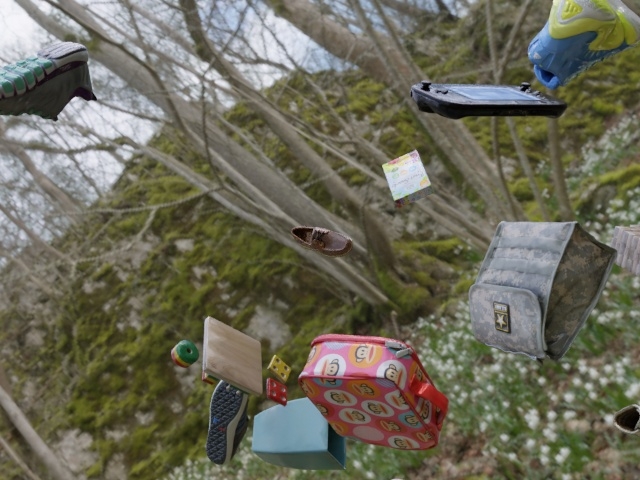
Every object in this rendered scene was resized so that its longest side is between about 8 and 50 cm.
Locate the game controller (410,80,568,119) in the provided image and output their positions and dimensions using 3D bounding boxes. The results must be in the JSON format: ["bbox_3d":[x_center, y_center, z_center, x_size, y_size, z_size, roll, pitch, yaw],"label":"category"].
[{"bbox_3d":[0.342,-0.284,1.465,0.319,0.166,0.067,-6,-72,-27],"label":"game controller"}]

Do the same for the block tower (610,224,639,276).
[{"bbox_3d":[0.796,0.055,1.653,0.097,0.335,0.091,1,-72,-18],"label":"block tower"}]

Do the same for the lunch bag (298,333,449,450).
[{"bbox_3d":[0.122,0.302,1.415,0.293,0.258,0.120,59,-139,-41],"label":"lunch bag"}]

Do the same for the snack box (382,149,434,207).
[{"bbox_3d":[0.224,-0.159,1.869,0.100,0.141,0.037,-24,-44,12],"label":"snack box"}]

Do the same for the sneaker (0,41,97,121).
[{"bbox_3d":[-0.408,-0.192,1.000,0.223,0.083,0.098,-33,-48,-31],"label":"sneaker"}]

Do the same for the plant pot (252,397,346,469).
[{"bbox_3d":[-0.063,0.548,2.032,0.165,0.234,0.166,59,-155,-50],"label":"plant pot"}]

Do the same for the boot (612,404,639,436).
[{"bbox_3d":[0.758,0.403,1.562,0.213,0.165,0.077,146,141,-67],"label":"boot"}]

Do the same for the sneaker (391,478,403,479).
[{"bbox_3d":[0.168,0.410,1.167,0.053,0.152,0.061,-13,-74,-37],"label":"sneaker"}]

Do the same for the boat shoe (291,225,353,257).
[{"bbox_3d":[0.000,0.000,1.826,0.060,0.178,0.064,33,-106,-50],"label":"boat shoe"}]

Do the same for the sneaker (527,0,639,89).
[{"bbox_3d":[0.344,-0.266,0.965,0.240,0.091,0.126,-6,-36,-48],"label":"sneaker"}]

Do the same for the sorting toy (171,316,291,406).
[{"bbox_3d":[-0.172,0.237,1.410,0.274,0.132,0.046,32,-59,-29],"label":"sorting toy"}]

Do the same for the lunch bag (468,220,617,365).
[{"bbox_3d":[0.453,0.112,1.556,0.169,0.235,0.287,29,-100,-24],"label":"lunch bag"}]

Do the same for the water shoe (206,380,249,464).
[{"bbox_3d":[-0.183,0.357,1.490,0.080,0.073,0.203,-9,-62,-66],"label":"water shoe"}]
